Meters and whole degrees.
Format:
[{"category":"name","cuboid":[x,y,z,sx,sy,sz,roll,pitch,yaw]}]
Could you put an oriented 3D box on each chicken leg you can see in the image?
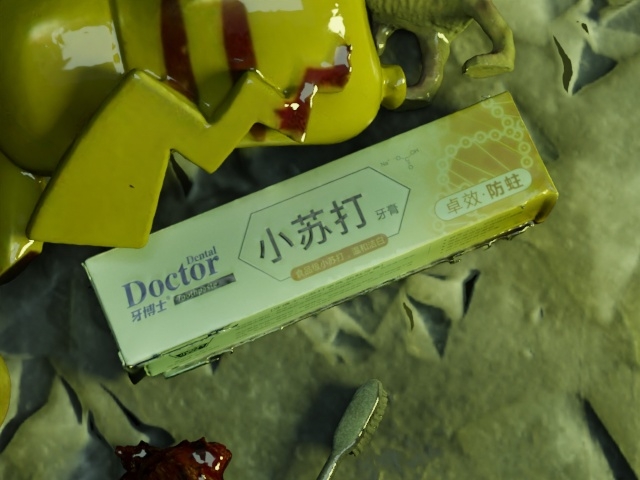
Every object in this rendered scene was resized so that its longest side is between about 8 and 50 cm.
[{"category":"chicken leg","cuboid":[-0.052,0.199,1.208,0.219,0.048,0.089,37,89,21]}]

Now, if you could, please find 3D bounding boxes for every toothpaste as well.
[{"category":"toothpaste","cuboid":[0.000,0.000,1.263,0.313,0.071,0.089,-22,78,-7]}]

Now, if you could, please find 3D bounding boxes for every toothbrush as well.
[{"category":"toothbrush","cuboid":[-0.035,0.235,1.234,0.023,0.031,0.321,23,77,29]}]

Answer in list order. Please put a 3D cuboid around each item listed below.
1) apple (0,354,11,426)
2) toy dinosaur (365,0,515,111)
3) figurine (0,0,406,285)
[{"category":"apple","cuboid":[-0.248,0.099,1.223,0.089,0.074,0.089,-5,73,16]},{"category":"toy dinosaur","cuboid":[0.099,-0.195,1.306,0.251,0.072,0.200,-8,70,4]},{"category":"figurine","cuboid":[-0.108,-0.105,1.216,0.327,0.169,0.218,-10,104,9]}]
